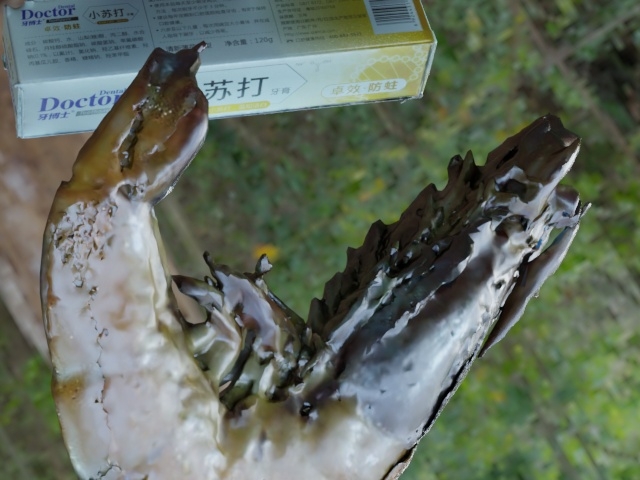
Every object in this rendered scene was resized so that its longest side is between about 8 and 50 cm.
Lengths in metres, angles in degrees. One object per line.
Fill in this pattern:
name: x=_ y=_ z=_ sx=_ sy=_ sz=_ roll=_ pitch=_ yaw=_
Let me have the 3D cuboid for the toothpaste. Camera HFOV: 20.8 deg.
toothpaste: x=-0.075 y=-0.141 z=1.289 sx=0.313 sy=0.089 sz=0.071 roll=-7 pitch=147 yaw=-14

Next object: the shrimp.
shrimp: x=0.000 y=0.000 z=0.729 sx=0.290 sy=0.222 sz=0.054 roll=-41 pitch=-153 yaw=-26
